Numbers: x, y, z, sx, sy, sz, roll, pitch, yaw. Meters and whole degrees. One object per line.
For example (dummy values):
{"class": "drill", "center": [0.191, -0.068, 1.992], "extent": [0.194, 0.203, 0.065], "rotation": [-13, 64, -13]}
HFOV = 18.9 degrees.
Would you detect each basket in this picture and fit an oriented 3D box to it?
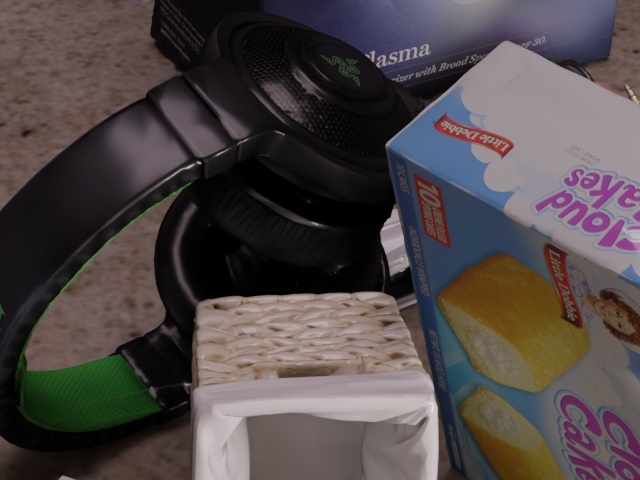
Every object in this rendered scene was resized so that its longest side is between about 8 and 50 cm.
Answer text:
{"class": "basket", "center": [-0.008, 0.114, 0.931], "extent": [0.113, 0.167, 0.103], "rotation": [-2, 33, -5]}

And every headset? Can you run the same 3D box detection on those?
{"class": "headset", "center": [0.000, 0.000, 1.014], "extent": [0.394, 0.243, 0.185], "rotation": [-28, 64, -27]}

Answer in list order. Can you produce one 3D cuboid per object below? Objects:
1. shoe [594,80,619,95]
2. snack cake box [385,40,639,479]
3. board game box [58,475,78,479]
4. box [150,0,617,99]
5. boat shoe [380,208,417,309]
{"class": "shoe", "center": [0.202, -0.060, 1.249], "extent": [0.178, 0.063, 0.081], "rotation": [12, 43, 19]}
{"class": "snack cake box", "center": [0.132, 0.047, 0.934], "extent": [0.152, 0.264, 0.089], "rotation": [33, 63, 33]}
{"class": "board game box", "center": [-0.071, 0.181, 0.846], "extent": [0.103, 0.154, 0.026], "rotation": [16, 40, 16]}
{"class": "box", "center": [0.050, -0.252, 1.304], "extent": [0.296, 0.294, 0.183], "rotation": [-18, 42, -23]}
{"class": "boat shoe", "center": [0.077, 0.006, 1.160], "extent": [0.184, 0.066, 0.063], "rotation": [-13, 50, -21]}
